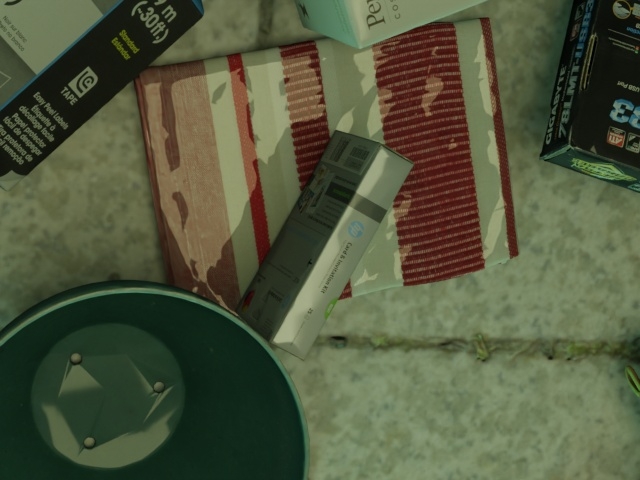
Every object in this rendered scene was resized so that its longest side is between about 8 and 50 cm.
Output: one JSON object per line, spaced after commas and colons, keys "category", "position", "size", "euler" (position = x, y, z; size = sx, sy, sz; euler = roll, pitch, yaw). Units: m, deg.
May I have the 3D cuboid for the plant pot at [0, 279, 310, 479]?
{"category": "plant pot", "position": [-0.170, 0.157, 1.367], "size": [0.290, 0.195, 0.290], "euler": [-3, 103, -12]}

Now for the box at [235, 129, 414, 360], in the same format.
{"category": "box", "position": [0.000, 0.000, 1.375], "size": [0.038, 0.145, 0.186], "euler": [30, 89, -16]}

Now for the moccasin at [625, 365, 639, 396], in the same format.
{"category": "moccasin", "position": [0.357, 0.113, 1.530], "size": [0.147, 0.139, 0.380], "euler": [10, 97, -15]}

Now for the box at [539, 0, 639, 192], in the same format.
{"category": "box", "position": [0.368, -0.169, 1.464], "size": [0.296, 0.073, 0.293], "euler": [16, 79, -13]}

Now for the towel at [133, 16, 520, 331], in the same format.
{"category": "towel", "position": [0.010, -0.063, 1.462], "size": [0.329, 0.037, 0.237], "euler": [-11, 102, -13]}

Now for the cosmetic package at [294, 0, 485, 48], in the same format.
{"category": "cosmetic package", "position": [0.142, -0.300, 1.221], "size": [0.366, 0.155, 0.197], "euler": [-24, 110, -11]}

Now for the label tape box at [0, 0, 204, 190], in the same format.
{"category": "label tape box", "position": [-0.206, -0.231, 1.277], "size": [0.334, 0.106, 0.240], "euler": [-43, 145, -3]}
